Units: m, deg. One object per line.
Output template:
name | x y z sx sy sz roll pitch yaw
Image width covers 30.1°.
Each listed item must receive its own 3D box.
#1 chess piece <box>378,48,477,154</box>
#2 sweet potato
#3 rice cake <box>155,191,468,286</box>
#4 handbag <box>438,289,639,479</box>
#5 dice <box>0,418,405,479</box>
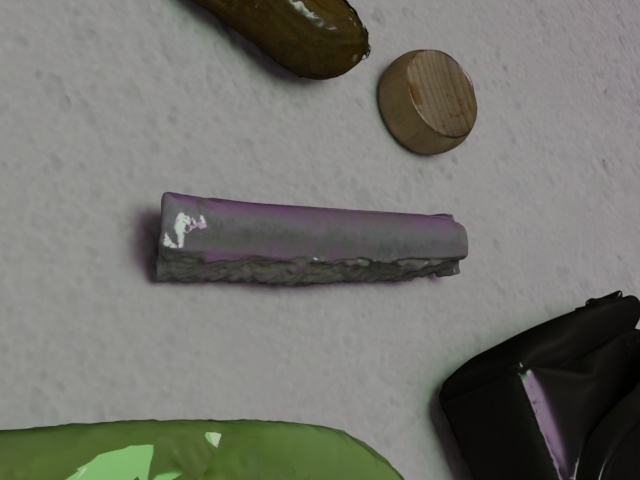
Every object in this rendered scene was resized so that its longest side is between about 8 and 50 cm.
chess piece | 0.084 -0.108 0.926 0.084 0.038 0.083 15 66 -36
sweet potato | -0.061 -0.189 0.820 0.233 0.062 0.081 40 36 -18
rice cake | 0.000 0.000 0.800 0.270 0.049 0.055 3 57 -39
handbag | 0.228 0.189 0.886 0.257 0.113 0.285 -20 86 -51
dice | -0.097 0.213 0.489 0.250 0.254 0.251 8 69 -38
